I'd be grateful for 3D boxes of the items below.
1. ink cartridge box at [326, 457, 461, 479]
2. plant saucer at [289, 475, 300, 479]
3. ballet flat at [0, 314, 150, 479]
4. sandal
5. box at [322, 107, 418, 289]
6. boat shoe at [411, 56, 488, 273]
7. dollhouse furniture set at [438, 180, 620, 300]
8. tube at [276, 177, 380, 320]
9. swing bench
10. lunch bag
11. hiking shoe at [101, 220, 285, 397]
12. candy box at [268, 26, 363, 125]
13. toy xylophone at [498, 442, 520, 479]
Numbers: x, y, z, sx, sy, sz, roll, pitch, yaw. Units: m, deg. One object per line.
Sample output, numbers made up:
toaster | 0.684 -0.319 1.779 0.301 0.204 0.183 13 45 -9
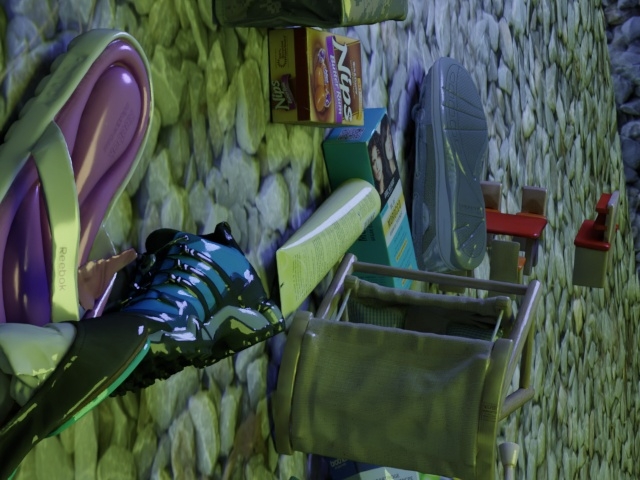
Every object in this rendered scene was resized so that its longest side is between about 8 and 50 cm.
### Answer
ink cartridge box | 0.118 0.334 1.960 0.186 0.065 0.311 -6 71 -38
plant saucer | -0.051 0.336 1.810 0.192 0.018 0.067 -46 131 -61
ballet flat | -0.232 0.123 1.157 0.280 0.095 0.096 -49 117 -33
sandal | -0.201 -0.009 1.309 0.169 0.102 0.416 57 39 -51
box | 0.067 -0.040 2.082 0.100 0.060 0.244 -60 144 -54
boat shoe | 0.173 -0.108 2.344 0.118 0.103 0.320 12 71 -49
dollhouse furniture set | 0.318 -0.019 2.471 0.262 0.259 0.135 -49 143 -63
tube | 0.000 0.000 1.918 0.070 0.062 0.240 48 36 -6
swing bench | 0.106 0.145 1.877 0.255 0.253 0.165 -46 140 -63
lunch bag | -0.008 -0.375 1.755 0.235 0.169 0.287 -26 118 -67
hiking shoe | -0.147 0.058 1.487 0.132 0.113 0.304 65 21 6
candy box | -0.002 -0.190 1.922 0.186 0.053 0.109 -7 95 -71
toy xylophone | 0.139 0.326 2.073 0.236 0.081 0.323 28 54 -22
